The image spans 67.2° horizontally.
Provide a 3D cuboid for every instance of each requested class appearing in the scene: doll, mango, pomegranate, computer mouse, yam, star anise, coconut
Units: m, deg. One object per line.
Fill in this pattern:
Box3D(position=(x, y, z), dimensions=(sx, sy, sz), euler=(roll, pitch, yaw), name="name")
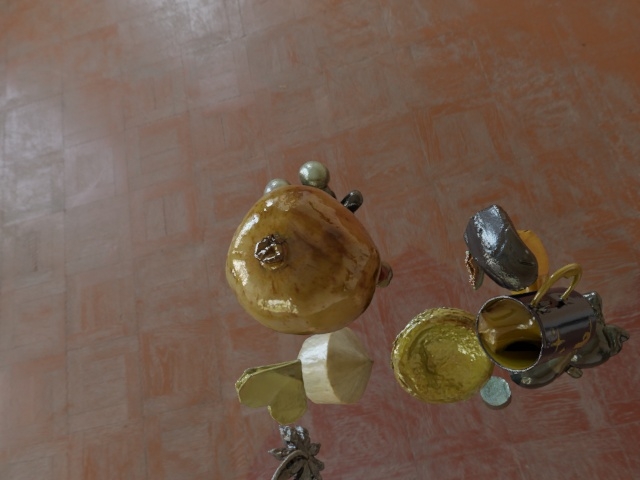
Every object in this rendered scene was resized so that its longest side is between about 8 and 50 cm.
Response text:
Box3D(position=(0.000, 0.000, 1.070), dimensions=(0.235, 0.174, 0.330), euler=(-24, 74, -7), name="doll")
Box3D(position=(0.600, 0.085, 1.423), dimensions=(0.126, 0.154, 0.252), euler=(-11, 79, -14), name="mango")
Box3D(position=(0.841, 0.376, 1.634), dimensions=(0.252, 0.378, 0.382), euler=(45, 118, 6), name="doll")
Box3D(position=(-0.026, 0.024, 0.670), dimensions=(0.215, 0.215, 0.216), euler=(-4, 71, 11), name="pomegranate")
Box3D(position=(0.411, 0.018, 1.116), dimensions=(0.122, 0.073, 0.217), euler=(-51, 45, 34), name="computer mouse")
Box3D(position=(0.600, 0.526, 1.648), dimensions=(0.106, 0.259, 0.106), euler=(-9, 64, 19), name="yam")
Box3D(position=(-0.067, 0.658, 1.433), dimensions=(0.081, 0.262, 0.230), euler=(-32, 80, 29), name="star anise")
Box3D(position=(0.067, 0.492, 1.876), dimensions=(0.328, 0.329, 0.329), euler=(-4, 71, 11), name="coconut")

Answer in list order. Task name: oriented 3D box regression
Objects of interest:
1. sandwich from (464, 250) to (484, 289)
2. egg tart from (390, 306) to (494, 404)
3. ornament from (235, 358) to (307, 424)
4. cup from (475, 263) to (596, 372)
Box3D(position=(0.535, 0.100, 1.663), dimensions=(0.067, 0.029, 0.135), euler=(-11, 89, -28), name="sandwich")
Box3D(position=(0.357, 0.327, 1.410), dimensions=(0.314, 0.120, 0.315), euler=(0, 104, 1), name="egg tart")
Box3D(position=(-0.111, 0.393, 1.309), dimensions=(0.201, 0.059, 0.180), euler=(36, 94, -23), name="ornament")
Box3D(position=(0.554, 0.187, 1.150), dimensions=(0.256, 0.255, 0.179), euler=(-5, 64, -33), name="cup")
